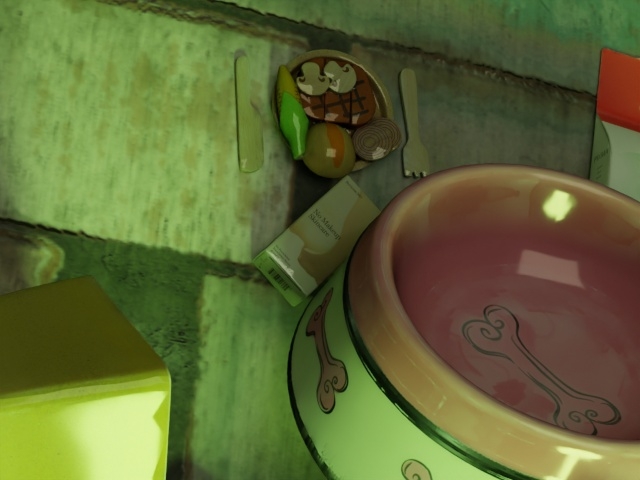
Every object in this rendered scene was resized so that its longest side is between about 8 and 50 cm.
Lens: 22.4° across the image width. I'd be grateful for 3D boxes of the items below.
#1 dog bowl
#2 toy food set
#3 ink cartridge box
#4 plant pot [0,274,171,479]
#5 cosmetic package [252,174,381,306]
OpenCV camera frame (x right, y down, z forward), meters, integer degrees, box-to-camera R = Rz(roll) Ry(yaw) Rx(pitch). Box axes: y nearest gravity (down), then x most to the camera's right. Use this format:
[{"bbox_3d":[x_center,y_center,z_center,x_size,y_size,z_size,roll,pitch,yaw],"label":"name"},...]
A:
[{"bbox_3d":[0.185,0.096,1.352,0.408,0.150,0.408,11,39,-10],"label":"dog bowl"},{"bbox_3d":[0.016,-0.121,1.516,0.192,0.038,0.132,0,74,-21],"label":"toy food set"},{"bbox_3d":[0.363,-0.080,1.633,0.181,0.056,0.224,16,71,-17],"label":"ink cartridge box"},{"bbox_3d":[-0.237,0.162,1.190,0.187,0.212,0.212,-3,109,-23],"label":"plant pot"},{"bbox_3d":[0.000,0.000,1.471,0.060,0.041,0.115,47,64,-2],"label":"cosmetic package"}]
